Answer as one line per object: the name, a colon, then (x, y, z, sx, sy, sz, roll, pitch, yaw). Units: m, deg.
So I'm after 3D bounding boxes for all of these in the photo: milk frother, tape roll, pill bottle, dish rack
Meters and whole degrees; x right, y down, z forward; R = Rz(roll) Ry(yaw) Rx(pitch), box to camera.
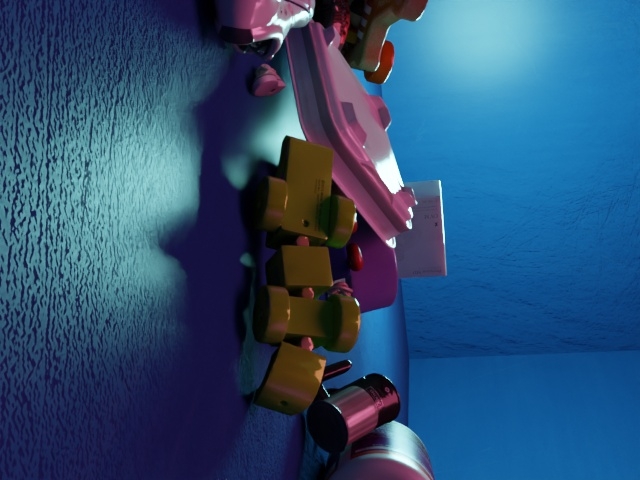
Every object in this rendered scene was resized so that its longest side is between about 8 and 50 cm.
milk frother: (0.028, 0.277, 1.203, 0.134, 0.129, 0.143, -15, 136, -46)
tape roll: (0.056, 0.028, 1.267, 0.189, 0.080, 0.189, 168, -90, -75)
pill bottle: (0.094, 0.393, 1.211, 0.323, 0.181, 0.182, -6, 92, -85)
dish rack: (0.052, -0.177, 1.152, 0.285, 0.072, 0.333, 49, 23, -43)

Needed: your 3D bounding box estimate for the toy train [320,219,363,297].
toy train: (0.000, 0.000, 1.150, 0.248, 0.105, 0.143, 77, -2, -50)

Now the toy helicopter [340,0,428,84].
toy helicopter: (0.108, -0.412, 1.309, 0.355, 0.140, 0.235, -163, -96, -73)

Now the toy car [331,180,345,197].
toy car: (0.035, -0.087, 1.389, 0.188, 0.148, 0.155, -33, 120, -46)

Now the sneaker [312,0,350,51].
sneaker: (-0.008, -0.435, 1.244, 0.135, 0.097, 0.276, 3, 89, -71)

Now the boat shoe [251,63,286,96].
boat shoe: (-0.071, -0.208, 0.975, 0.035, 0.035, 0.100, 58, 16, -2)

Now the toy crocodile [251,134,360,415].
toy crocodile: (-0.027, 0.032, 0.899, 0.105, 0.115, 0.341, 139, -45, -58)

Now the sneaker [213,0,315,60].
sneaker: (-0.071, -0.255, 0.868, 0.258, 0.094, 0.091, -36, 140, -74)

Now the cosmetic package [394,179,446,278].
cosmetic package: (0.210, -0.024, 1.991, 0.138, 0.224, 0.225, -73, 157, -66)
